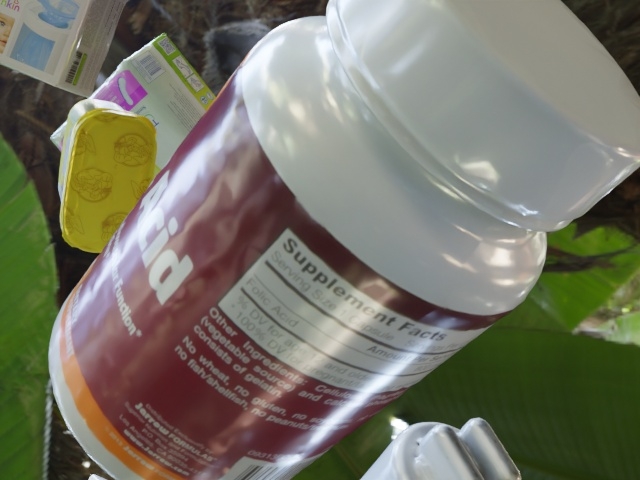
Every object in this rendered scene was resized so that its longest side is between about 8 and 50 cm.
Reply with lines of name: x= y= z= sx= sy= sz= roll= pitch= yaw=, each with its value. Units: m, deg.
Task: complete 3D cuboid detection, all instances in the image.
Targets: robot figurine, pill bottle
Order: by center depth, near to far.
pill bottle: x=0.000 y=0.000 z=0.544 sx=0.224 sy=0.392 sz=0.224 roll=28 pitch=-144 yaw=-23
robot figurine: x=0.144 y=0.411 z=1.216 sx=0.300 sy=0.353 sz=0.199 roll=3 pitch=-137 yaw=-34

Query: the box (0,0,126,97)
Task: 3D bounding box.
box: x=-0.304 y=-0.228 z=0.766 sx=0.203 sy=0.103 sz=0.114 roll=22 pitch=-86 yaw=-1

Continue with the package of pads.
package of pads: x=-0.252 y=-0.136 z=1.228 sx=0.229 sy=0.297 sz=0.101 roll=51 pitch=-130 yaw=-12

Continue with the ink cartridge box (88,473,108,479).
ink cartridge box: x=-0.162 y=0.269 z=0.685 sx=0.092 sy=0.143 sz=0.089 roll=45 pitch=-107 yaw=-41

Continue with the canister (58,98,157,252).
canister: x=-0.209 y=-0.069 z=0.782 sx=0.073 sy=0.170 sz=0.126 roll=7 pitch=-78 yaw=-22
